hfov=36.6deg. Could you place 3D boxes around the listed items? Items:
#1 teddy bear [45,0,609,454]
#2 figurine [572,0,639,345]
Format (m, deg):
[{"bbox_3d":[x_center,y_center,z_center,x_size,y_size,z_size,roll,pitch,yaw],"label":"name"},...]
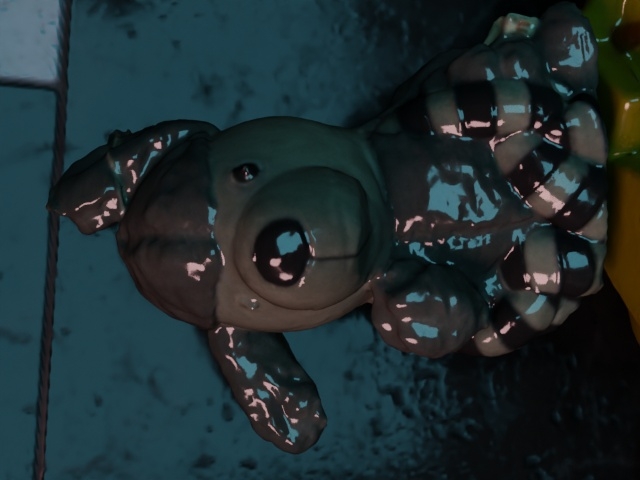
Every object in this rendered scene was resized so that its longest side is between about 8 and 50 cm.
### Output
[{"bbox_3d":[0.016,0.008,0.444,0.250,0.144,0.171,-19,102,-9],"label":"teddy bear"},{"bbox_3d":[0.204,-0.032,0.453,0.169,0.218,0.327,-12,83,10],"label":"figurine"}]
